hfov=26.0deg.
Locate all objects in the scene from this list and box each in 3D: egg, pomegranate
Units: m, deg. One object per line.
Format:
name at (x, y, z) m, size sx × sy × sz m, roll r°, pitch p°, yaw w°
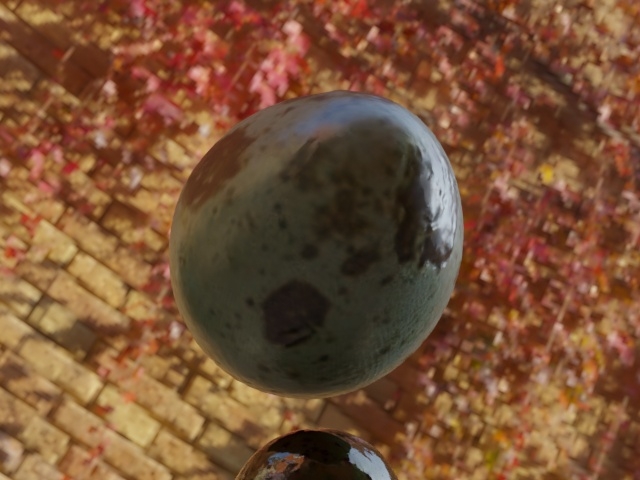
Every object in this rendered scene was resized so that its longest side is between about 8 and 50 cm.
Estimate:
egg at (0.000, 0.000, 0.803) m, size 0.169 × 0.169 × 0.231 m, roll 31°, pitch -31°, yaw -3°
pomegranate at (0.014, 0.165, 0.764) m, size 0.142 × 0.114 × 0.114 m, roll 17°, pitch -37°, yaw 24°
